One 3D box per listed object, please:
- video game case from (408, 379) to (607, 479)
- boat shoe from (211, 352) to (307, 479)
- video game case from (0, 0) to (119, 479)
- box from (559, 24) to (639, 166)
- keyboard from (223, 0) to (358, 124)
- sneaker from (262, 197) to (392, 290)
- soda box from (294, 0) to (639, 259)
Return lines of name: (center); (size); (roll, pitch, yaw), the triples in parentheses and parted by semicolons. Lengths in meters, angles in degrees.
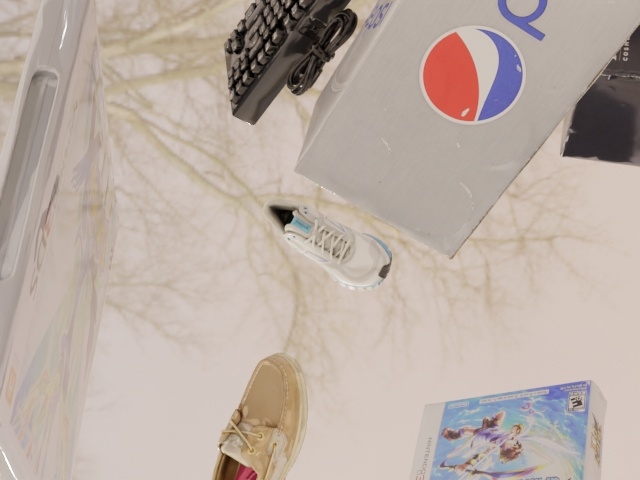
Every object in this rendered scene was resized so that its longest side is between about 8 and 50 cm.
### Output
video game case: (0.249, 0.322, 1.379); (0.269, 0.244, 0.061); (-16, -51, 32)
boat shoe: (-0.058, 0.178, 0.848); (0.063, 0.059, 0.170); (15, -86, 40)
video game case: (-0.192, 0.034, 0.724); (0.329, 0.036, 0.300); (106, -10, -61)
box: (0.426, -0.252, 1.023); (0.179, 0.312, 0.343); (78, 22, -67)
keyboard: (-0.011, -0.148, 0.625); (0.180, 0.023, 0.108); (-47, -134, 41)
sneaker: (0.000, 0.000, 1.203); (0.190, 0.083, 0.071); (27, -93, 37)
soda box: (0.100, -0.134, 0.464); (0.286, 0.098, 0.091); (-56, -169, 30)
